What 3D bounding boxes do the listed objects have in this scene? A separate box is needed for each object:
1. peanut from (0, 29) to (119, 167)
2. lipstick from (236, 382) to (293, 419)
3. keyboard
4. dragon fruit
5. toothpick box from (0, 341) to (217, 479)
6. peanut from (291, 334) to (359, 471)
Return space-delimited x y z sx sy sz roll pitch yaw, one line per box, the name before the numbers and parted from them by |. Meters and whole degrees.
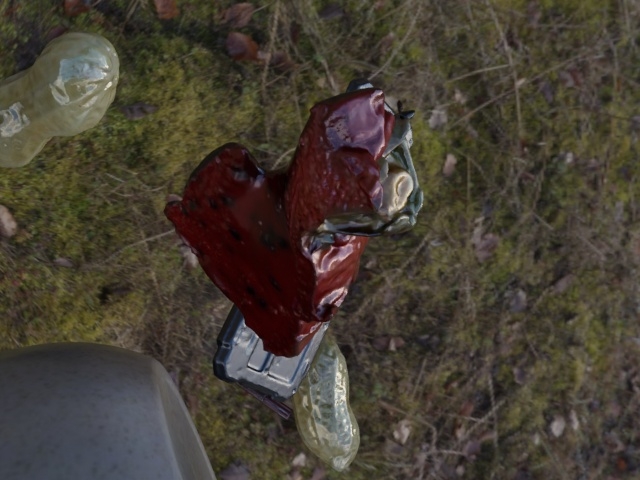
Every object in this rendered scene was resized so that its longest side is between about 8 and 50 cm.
peanut | -0.408 -0.204 1.031 0.130 0.290 0.130 44 34 -39
lipstick | -0.136 0.318 1.463 0.177 0.027 0.027 33 74 9
keyboard | 0.000 0.000 0.561 0.106 0.016 0.262 36 76 -47
dragon fruit | -0.006 -0.028 0.387 0.122 0.192 0.092 47 59 8
toothpick box | -0.286 0.300 0.556 0.426 0.409 0.408 -22 105 -10
peanut | 0.009 0.367 1.571 0.140 0.153 0.325 -12 101 12
